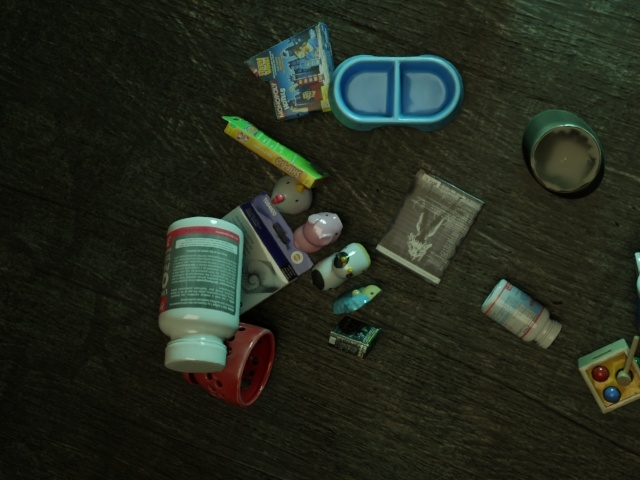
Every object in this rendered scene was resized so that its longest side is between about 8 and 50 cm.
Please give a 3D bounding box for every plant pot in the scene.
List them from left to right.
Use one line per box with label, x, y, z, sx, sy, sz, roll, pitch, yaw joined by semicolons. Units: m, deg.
plant pot;-0.222;0.280;1.850;0.174;0.191;0.191;14;101;17

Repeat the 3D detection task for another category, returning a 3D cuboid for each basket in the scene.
basket;0.485;-0.168;1.563;0.154;0.227;0.204;-33;87;18

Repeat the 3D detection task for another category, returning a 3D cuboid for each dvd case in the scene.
dvd case;0.242;-0.028;1.762;0.164;0.018;0.221;30;104;9

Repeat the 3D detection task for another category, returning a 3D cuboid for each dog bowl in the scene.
dog bowl;0.161;-0.319;1.684;0.297;0.074;0.166;1;96;5

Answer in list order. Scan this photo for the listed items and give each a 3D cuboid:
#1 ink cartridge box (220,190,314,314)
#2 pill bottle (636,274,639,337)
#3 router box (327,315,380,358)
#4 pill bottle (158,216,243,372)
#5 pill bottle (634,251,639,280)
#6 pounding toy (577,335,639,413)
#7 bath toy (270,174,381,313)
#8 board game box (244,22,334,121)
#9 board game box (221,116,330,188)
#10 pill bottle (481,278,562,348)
ink cartridge box;-0.165;0.032;1.872;0.224;0.045;0.223;-35;87;17
pill bottle;0.689;0.117;1.545;0.124;0.124;0.222;-8;133;17
router box;0.078;0.221;1.790;0.092;0.122;0.038;18;107;14
pill bottle;-0.265;0.124;1.734;0.176;0.176;0.319;-6;67;17
pill bottle;0.713;0.050;1.611;0.120;0.067;0.067;-9;95;17
pounding toy;0.628;0.274;1.650;0.141;0.100;0.130;-29;89;18
bath toy;0.000;0.000;1.779;0.151;0.129;0.348;-33;87;18
board game box;-0.067;-0.374;1.779;0.194;0.060;0.194;-8;96;17
board game box;-0.105;-0.204;1.781;0.259;0.124;0.039;37;106;8
pill bottle;0.436;0.162;1.697;0.160;0.087;0.087;35;105;8
